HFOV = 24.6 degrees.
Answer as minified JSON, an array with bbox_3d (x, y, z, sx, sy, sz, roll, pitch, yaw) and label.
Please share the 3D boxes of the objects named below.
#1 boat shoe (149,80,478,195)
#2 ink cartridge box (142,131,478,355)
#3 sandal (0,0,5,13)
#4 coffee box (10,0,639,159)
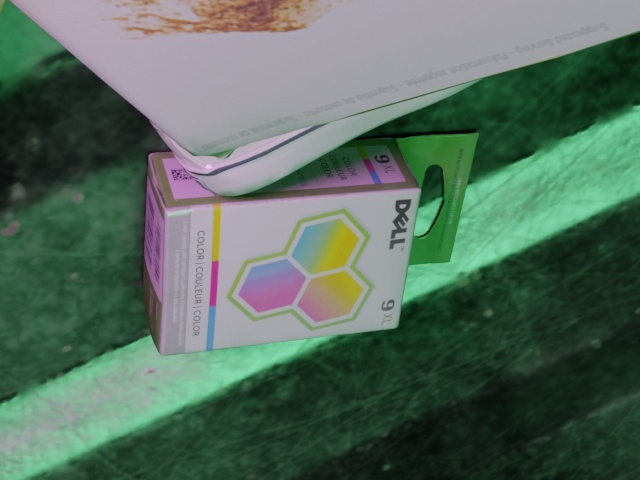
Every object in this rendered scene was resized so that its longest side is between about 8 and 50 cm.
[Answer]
[{"bbox_3d":[0.024,-0.124,0.783,0.267,0.096,0.088,-27,137,14],"label":"boat shoe"},{"bbox_3d":[0.000,0.000,0.891,0.209,0.062,0.109,-5,129,-16],"label":"ink cartridge box"},{"bbox_3d":[-0.202,-0.091,0.733,0.088,0.079,0.240,7,125,-25],"label":"sandal"},{"bbox_3d":[0.034,-0.271,0.346,0.338,0.338,0.334,-14,146,27],"label":"coffee box"}]
